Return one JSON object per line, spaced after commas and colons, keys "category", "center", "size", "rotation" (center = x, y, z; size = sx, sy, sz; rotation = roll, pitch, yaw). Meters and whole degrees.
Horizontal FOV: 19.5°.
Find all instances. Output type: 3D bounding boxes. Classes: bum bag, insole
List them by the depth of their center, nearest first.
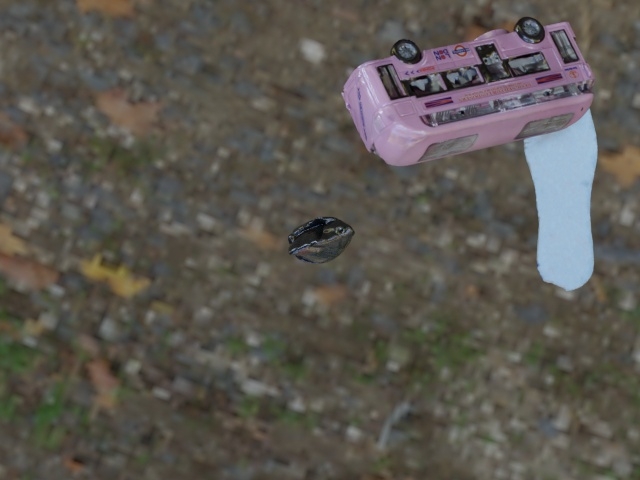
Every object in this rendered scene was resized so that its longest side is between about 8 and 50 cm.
{"category": "bum bag", "center": [0.000, 0.001, 1.518], "size": [0.058, 0.034, 0.124], "rotation": [-16, 175, 1]}
{"category": "insole", "center": [0.220, -0.053, 1.690], "size": [0.065, 0.197, 0.004], "rotation": [-4, -178, 7]}

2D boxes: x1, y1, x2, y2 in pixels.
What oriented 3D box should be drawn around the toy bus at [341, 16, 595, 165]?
{"category": "toy bus", "center": [0.120, -0.117, 1.473], "size": [0.203, 0.090, 0.063], "rotation": [-15, 159, -26]}
